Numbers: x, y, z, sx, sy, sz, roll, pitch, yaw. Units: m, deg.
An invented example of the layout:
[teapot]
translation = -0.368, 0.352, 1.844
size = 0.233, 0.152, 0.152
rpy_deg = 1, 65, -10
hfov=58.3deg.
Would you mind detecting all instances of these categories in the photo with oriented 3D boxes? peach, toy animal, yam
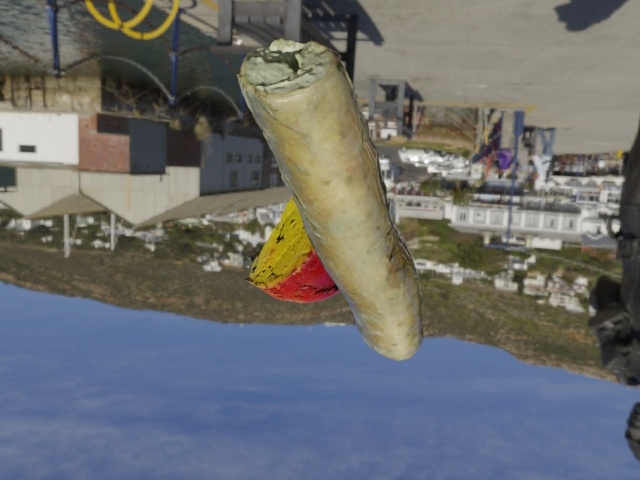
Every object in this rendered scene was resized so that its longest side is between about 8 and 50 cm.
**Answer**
[peach]
translation = 0.004, 0.001, 0.620
size = 0.092, 0.127, 0.172
rpy_deg = 22, -124, 37
[toy animal]
translation = -0.062, 0.034, 0.793
size = 0.065, 0.047, 0.136
rpy_deg = -16, 158, 22
[yam]
translation = 0.027, -0.004, 0.423
size = 0.067, 0.317, 0.071
rpy_deg = -24, -132, 1
